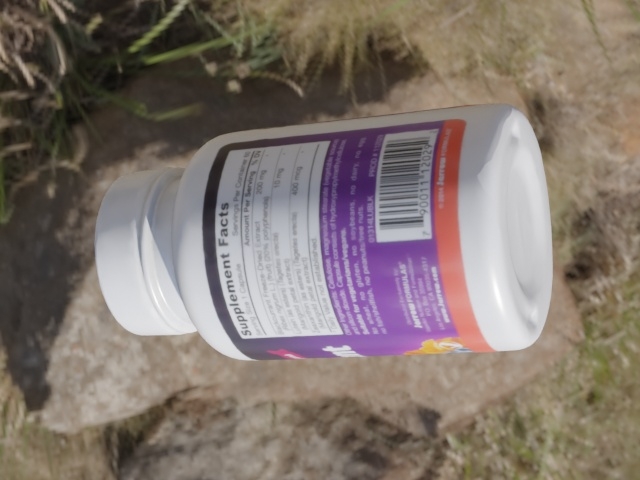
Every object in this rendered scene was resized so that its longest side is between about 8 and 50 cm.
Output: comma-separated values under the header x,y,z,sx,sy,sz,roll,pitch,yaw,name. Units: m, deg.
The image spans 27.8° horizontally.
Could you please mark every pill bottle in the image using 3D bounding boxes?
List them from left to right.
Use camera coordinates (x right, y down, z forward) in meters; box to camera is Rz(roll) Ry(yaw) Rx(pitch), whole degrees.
x,y,z,sx,sy,sz,roll,pitch,yaw,name
0.000,0.000,0.587,0.193,0.108,0.108,-4,142,23,pill bottle
